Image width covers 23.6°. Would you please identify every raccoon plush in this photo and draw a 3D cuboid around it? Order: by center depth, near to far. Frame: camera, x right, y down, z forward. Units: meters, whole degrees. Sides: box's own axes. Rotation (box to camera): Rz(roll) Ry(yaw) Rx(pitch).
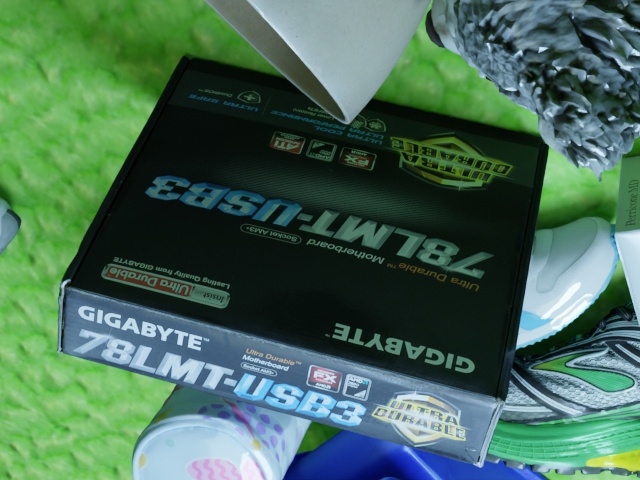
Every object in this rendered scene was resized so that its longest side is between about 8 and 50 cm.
[{"bbox_3d":[0.254,-0.220,0.824,0.446,0.299,0.216,-38,94,30],"label":"raccoon plush"}]

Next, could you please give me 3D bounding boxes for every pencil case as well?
[{"bbox_3d":[-0.053,0.116,1.205,0.113,0.273,0.124,31,121,-1],"label":"pencil case"}]

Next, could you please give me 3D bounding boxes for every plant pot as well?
[{"bbox_3d":[-0.017,-0.238,0.956,0.191,0.284,0.284,-45,109,-1],"label":"plant pot"}]

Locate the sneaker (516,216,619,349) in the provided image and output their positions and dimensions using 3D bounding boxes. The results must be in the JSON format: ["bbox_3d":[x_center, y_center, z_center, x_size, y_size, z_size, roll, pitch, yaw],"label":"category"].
[{"bbox_3d":[0.127,0.031,1.206,0.228,0.087,0.092,-24,118,27],"label":"sneaker"}]

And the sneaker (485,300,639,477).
[{"bbox_3d":[0.230,0.112,1.238,0.343,0.134,0.146,2,91,22],"label":"sneaker"}]

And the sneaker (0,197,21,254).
[{"bbox_3d":[-0.393,0.009,1.320,0.297,0.111,0.129,-15,115,23],"label":"sneaker"}]

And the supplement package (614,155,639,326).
[{"bbox_3d":[0.315,-0.006,1.116,0.179,0.105,0.105,-10,124,20],"label":"supplement package"}]

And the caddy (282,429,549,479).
[{"bbox_3d":[0.099,0.296,1.320,0.341,0.241,0.179,39,120,-14],"label":"caddy"}]

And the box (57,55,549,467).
[{"bbox_3d":[0.000,0.000,1.084,0.295,0.293,0.073,14,128,5],"label":"box"}]
